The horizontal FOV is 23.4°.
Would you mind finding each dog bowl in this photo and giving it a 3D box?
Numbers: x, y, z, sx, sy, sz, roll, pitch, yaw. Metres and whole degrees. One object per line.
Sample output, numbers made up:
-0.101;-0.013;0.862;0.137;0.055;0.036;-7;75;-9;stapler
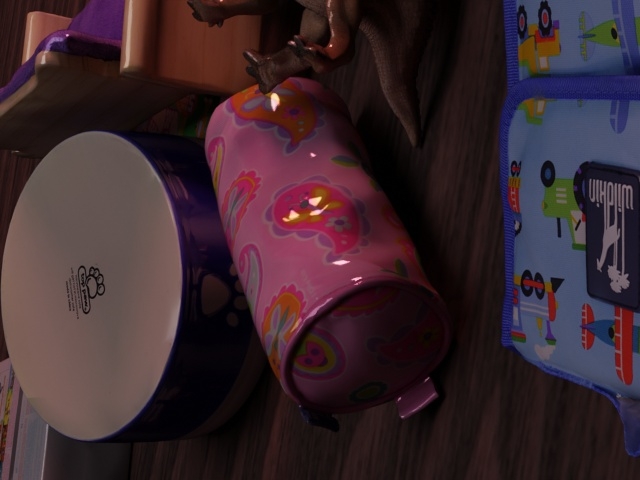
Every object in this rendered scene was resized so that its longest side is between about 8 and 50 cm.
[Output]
-0.158;0.039;1.314;0.265;0.104;0.265;-3;86;46;dog bowl

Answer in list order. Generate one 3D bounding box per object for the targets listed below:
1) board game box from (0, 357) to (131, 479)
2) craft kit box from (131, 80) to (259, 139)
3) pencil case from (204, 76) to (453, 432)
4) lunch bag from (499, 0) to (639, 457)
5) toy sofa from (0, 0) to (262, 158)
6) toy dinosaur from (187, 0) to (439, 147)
-0.294;0.235;1.648;0.303;0.097;0.224;-22;60;61;board game box
-0.129;-0.076;1.461;0.250;0.061;0.247;-139;59;-63;craft kit box
0.000;0.000;1.071;0.124;0.124;0.284;-66;28;28;pencil case
0.172;-0.048;0.696;0.221;0.138;0.293;-170;86;-66;lunch bag
-0.196;-0.173;1.369;0.362;0.177;0.150;161;116;-64;toy sofa
0.010;-0.216;1.076;0.296;0.200;0.127;48;161;9;toy dinosaur
